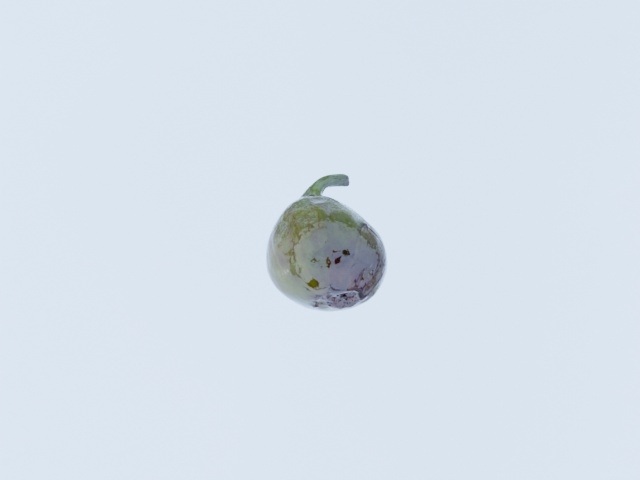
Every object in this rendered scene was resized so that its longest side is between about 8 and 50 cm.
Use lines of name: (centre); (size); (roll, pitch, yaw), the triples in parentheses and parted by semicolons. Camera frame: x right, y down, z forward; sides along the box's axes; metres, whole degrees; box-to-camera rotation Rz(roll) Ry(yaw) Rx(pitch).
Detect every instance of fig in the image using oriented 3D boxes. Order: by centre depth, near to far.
fig: (0.000, 0.000, 1.118); (0.084, 0.082, 0.098); (-14, -118, -15)
